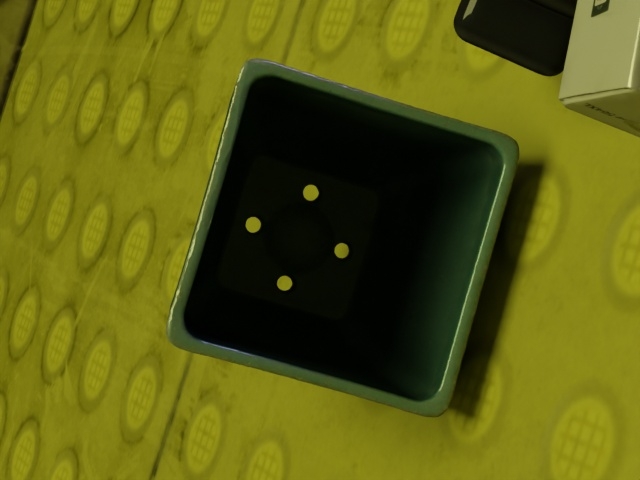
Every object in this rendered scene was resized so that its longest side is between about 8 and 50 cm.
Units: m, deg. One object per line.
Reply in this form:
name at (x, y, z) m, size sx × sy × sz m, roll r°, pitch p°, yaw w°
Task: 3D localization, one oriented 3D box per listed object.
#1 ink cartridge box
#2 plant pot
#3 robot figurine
ink cartridge box at (0.268, -0.176, 1.276) m, size 0.086 × 0.148 × 0.203 m, roll -5°, pitch 71°, yaw 59°
plant pot at (0.000, 0.000, 1.587) m, size 0.252 × 0.247 × 0.247 m, roll 178°, pitch 108°, yaw -80°
robot figurine at (0.208, -0.273, 1.422) m, size 0.209 × 0.173 × 0.278 m, roll 42°, pitch 112°, yaw 57°
